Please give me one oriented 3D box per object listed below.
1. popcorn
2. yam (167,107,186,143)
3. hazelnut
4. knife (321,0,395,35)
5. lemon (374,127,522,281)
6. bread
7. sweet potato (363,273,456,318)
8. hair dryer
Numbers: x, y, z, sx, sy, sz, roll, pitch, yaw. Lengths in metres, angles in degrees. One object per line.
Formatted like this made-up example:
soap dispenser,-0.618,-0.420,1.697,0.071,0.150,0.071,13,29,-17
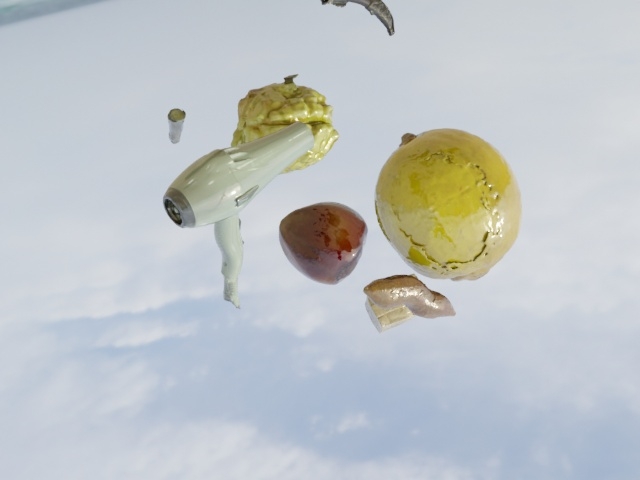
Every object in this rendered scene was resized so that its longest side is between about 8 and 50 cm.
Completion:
popcorn,-0.055,-0.184,1.361,0.173,0.142,0.173,-23,-153,12
yam,-0.256,-0.198,1.496,0.033,0.027,0.129,-19,172,-17
hazelnut,0.000,0.000,1.983,0.208,0.208,0.208,-12,-161,4
knife,0.022,-0.284,0.980,0.021,0.046,0.222,-2,174,39
lemon,0.246,-0.070,1.659,0.297,0.297,0.297,-12,-161,4
bread,0.146,0.126,1.672,0.105,0.077,0.152,-23,171,-3
sweet potato,0.157,0.093,1.434,0.218,0.065,0.051,16,-163,-36
hair dryer,-0.088,-0.052,1.192,0.092,0.267,0.229,36,-108,31
